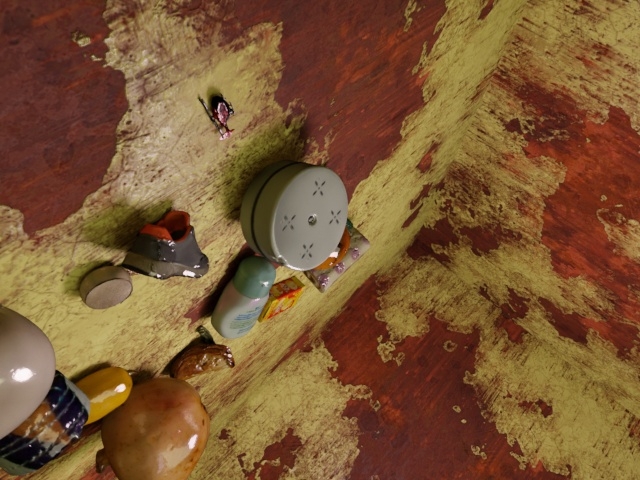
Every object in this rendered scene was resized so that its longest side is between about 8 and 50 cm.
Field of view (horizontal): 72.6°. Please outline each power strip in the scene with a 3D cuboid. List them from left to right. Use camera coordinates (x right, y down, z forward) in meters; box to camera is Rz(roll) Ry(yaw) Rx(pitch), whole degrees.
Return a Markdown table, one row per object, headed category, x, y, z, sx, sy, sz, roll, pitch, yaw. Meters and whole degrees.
| category | x | y | z | sx | sy | sz | roll | pitch | yaw |
| --- | --- | --- | --- | --- | --- | --- | --- | --- | --- |
| power strip | -0.070 | -0.089 | 1.391 | 0.357 | 0.161 | 0.357 | -20 | 119 | -41 |

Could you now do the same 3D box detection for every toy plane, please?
| category | x | y | z | sx | sy | sz | roll | pitch | yaw |
| --- | --- | --- | --- | --- | --- | --- | --- | --- | --- |
| toy plane | -0.234 | -0.292 | 1.028 | 0.060 | 0.037 | 0.145 | -40 | 158 | -14 |

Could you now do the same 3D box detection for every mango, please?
| category | x | y | z | sx | sy | sz | roll | pitch | yaw |
| --- | --- | --- | --- | --- | --- | --- | --- | --- | --- |
| mango | -0.716 | 0.493 | 1.336 | 0.317 | 0.119 | 0.176 | -27 | 154 | -29 |

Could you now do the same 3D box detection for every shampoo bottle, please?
| category | x | y | z | sx | sy | sz | roll | pitch | yaw |
| --- | --- | --- | --- | --- | --- | --- | --- | --- | --- |
| shampoo bottle | -0.286 | 0.208 | 1.667 | 0.222 | 0.151 | 0.349 | -13 | 140 | -51 |

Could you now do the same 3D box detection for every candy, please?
| category | x | y | z | sx | sy | sz | roll | pitch | yaw |
| --- | --- | --- | --- | --- | --- | --- | --- | --- | --- |
| candy | -0.199 | 0.276 | 2.068 | 0.276 | 0.088 | 0.146 | -19 | 143 | -54 |

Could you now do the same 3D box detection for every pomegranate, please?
| category | x | y | z | sx | sy | sz | roll | pitch | yaw |
| --- | --- | --- | --- | --- | --- | --- | --- | --- | --- |
| pomegranate | -0.598 | 0.694 | 1.550 | 0.411 | 0.411 | 0.411 | -42 | 159 | -20 |

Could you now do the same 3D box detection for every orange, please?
| category | x | y | z | sx | sy | sz | roll | pitch | yaw |
| --- | --- | --- | --- | --- | --- | --- | --- | --- | --- |
| orange | 0.000 | 0.000 | 1.771 | 0.246 | 0.246 | 0.246 | -42 | 159 | -20 |

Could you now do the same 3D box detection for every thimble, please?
| category | x | y | z | sx | sy | sz | roll | pitch | yaw |
| --- | --- | --- | --- | --- | --- | --- | --- | --- | --- |
| thimble | -0.701 | 0.436 | 1.078 | 0.237 | 0.237 | 0.150 | -40 | 117 | -26 |

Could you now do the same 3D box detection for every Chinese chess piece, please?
| category | x | y | z | sx | sy | sz | roll | pitch | yaw |
| --- | --- | --- | --- | --- | --- | --- | --- | --- | --- |
| Chinese chess piece | -0.534 | 0.118 | 1.088 | 0.122 | 0.051 | 0.122 | -30 | 152 | -18 |

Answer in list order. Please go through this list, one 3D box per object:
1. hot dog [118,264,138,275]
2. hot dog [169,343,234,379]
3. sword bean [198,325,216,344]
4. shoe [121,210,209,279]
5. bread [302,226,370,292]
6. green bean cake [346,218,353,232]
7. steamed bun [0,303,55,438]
| category | x | y | z | sx | sy | sz | roll | pitch | yaw |
| --- | --- | --- | --- | --- | --- | --- | --- | --- | --- |
| hot dog | -0.490 | 0.074 | 1.154 | 0.090 | 0.034 | 0.030 | -25 | 149 | -50 |
| hot dog | -0.489 | 0.495 | 1.796 | 0.259 | 0.114 | 0.175 | -10 | 154 | -14 |
| sword bean | -0.471 | 0.415 | 1.821 | 0.269 | 0.038 | 0.043 | 95 | 15 | -59 |
| shoe | -0.383 | 0.004 | 1.154 | 0.336 | 0.132 | 0.171 | 16 | 91 | -81 |
| bread | 0.072 | 0.079 | 2.138 | 0.338 | 0.187 | 0.155 | -40 | 166 | -23 |
| green bean cake | 0.050 | -0.043 | 1.993 | 0.193 | 0.107 | 0.208 | -53 | 162 | 6 |
| steamed bun | -0.696 | 0.291 | 0.861 | 0.324 | 0.206 | 0.324 | -43 | 159 | -21 |
